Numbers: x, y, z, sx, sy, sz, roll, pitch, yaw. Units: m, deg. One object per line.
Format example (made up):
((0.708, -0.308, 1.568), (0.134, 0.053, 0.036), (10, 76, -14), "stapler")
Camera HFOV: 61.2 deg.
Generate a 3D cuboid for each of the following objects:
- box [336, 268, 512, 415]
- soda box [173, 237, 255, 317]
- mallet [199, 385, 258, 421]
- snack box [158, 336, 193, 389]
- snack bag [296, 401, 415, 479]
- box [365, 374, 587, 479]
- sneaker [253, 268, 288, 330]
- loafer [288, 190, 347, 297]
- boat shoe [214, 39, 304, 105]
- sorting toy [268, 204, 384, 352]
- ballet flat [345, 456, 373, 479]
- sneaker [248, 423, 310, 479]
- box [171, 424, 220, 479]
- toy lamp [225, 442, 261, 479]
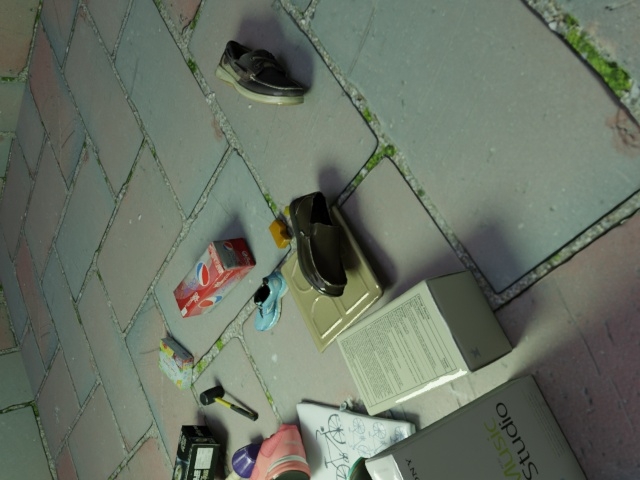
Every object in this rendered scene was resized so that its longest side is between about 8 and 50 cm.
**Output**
((0.160, 0.167, 0.880), (0.232, 0.126, 0.149), (-40, 67, 42), "box")
((-0.272, 0.097, 1.358), (0.263, 0.092, 0.083), (-44, 64, 42), "soda box")
((-0.229, 0.427, 1.413), (0.189, 0.062, 0.039), (10, 105, 31), "mallet")
((-0.433, 0.364, 1.614), (0.141, 0.037, 0.100), (25, 115, 42), "snack box")
((0.071, 0.494, 1.094), (0.342, 0.037, 0.323), (-5, 93, 48), "snack bag")
((0.227, 0.329, 0.690), (0.058, 0.322, 0.232), (-42, 67, 46), "box")
((-0.128, 0.137, 1.224), (0.063, 0.073, 0.162), (39, 123, 36), "sneaker")
((0.000, 0.000, 1.009), (0.078, 0.080, 0.220), (-42, 59, 41), "loafer")
((-0.132, -0.354, 1.135), (0.285, 0.102, 0.092), (38, 127, 44), "boat shoe")
((0.000, 0.042, 1.104), (0.229, 0.041, 0.307), (-51, 53, 35), "sorting toy")
((0.085, 0.514, 0.999), (0.096, 0.095, 0.281), (29, 128, 29), "ballet flat")
((-0.101, 0.526, 1.254), (0.314, 0.115, 0.136), (121, 153, -43), "sneaker")
((-0.341, 0.613, 1.466), (0.147, 0.077, 0.180), (6, 86, 65), "box")
((-0.217, 0.605, 1.391), (0.080, 0.080, 0.275), (53, 131, 28), "toy lamp")
